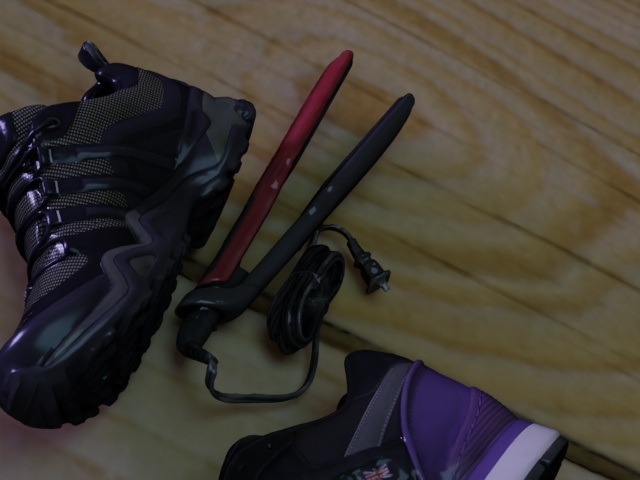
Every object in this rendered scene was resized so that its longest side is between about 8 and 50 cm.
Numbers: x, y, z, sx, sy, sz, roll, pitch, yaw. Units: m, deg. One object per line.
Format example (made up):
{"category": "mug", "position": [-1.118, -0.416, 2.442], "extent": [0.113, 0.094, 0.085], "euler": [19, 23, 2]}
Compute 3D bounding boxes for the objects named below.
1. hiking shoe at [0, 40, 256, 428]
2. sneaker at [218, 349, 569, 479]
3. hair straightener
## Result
{"category": "hiking shoe", "position": [-0.117, -0.005, 0.879], "extent": [0.114, 0.086, 0.227], "euler": [25, 42, 3]}
{"category": "sneaker", "position": [-0.012, 0.155, 0.817], "extent": [0.124, 0.107, 0.283], "euler": [32, 45, 16]}
{"category": "hair straightener", "position": [0.000, 0.000, 0.941], "extent": [0.089, 0.047, 0.230], "euler": [33, 47, -3]}
